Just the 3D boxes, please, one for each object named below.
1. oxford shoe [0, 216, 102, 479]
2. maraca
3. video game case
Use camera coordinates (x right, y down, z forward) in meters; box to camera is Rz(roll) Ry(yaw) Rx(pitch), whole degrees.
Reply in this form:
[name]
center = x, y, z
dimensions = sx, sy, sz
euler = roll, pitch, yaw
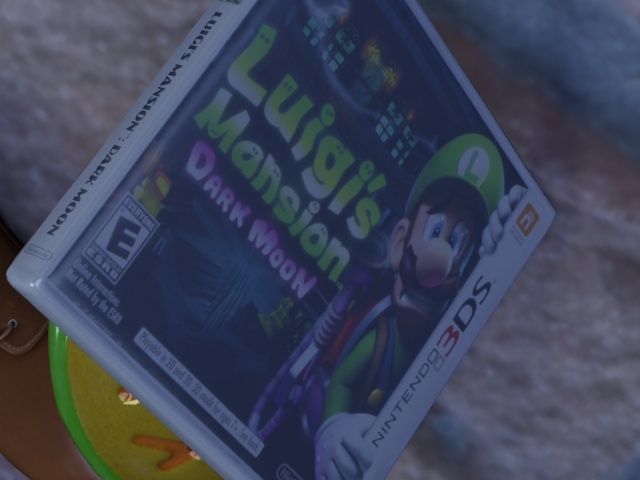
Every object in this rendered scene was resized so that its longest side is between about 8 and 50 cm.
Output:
[oxford shoe]
center = -0.143, 0.032, 0.642
dimensions = 0.076, 0.076, 0.212
euler = -33, 100, 8
[maraca]
center = -0.042, 0.057, 0.629
dimensions = 0.127, 0.099, 0.185
euler = -26, 117, -22
[video game case]
center = 0.000, 0.000, 0.564
dimensions = 0.173, 0.022, 0.190
euler = -55, 133, -17
